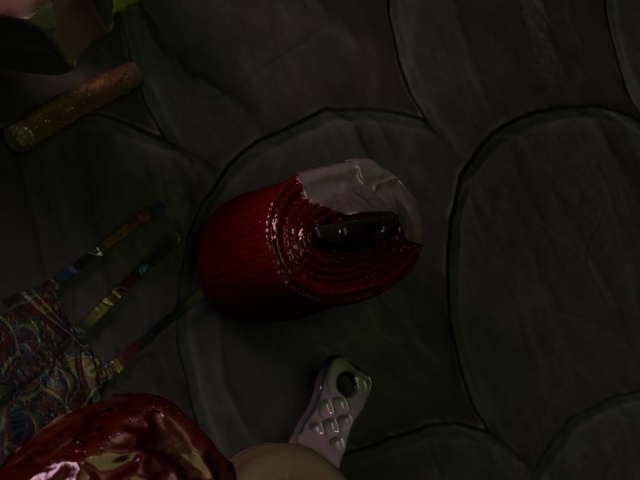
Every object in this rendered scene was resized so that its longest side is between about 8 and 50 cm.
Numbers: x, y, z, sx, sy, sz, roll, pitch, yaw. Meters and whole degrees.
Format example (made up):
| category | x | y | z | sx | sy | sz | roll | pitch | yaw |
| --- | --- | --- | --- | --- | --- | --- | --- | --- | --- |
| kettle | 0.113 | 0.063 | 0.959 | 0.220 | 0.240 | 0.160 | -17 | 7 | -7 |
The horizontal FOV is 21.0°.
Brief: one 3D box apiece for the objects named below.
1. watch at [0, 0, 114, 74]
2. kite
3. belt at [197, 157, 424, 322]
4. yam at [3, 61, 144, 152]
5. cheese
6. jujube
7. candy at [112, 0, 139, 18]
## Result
| category | x | y | z | sx | sy | sz | roll | pitch | yaw |
| --- | --- | --- | --- | --- | --- | --- | --- | --- | --- |
| watch | -0.284 | -0.273 | 1.392 | 0.253 | 0.162 | 0.241 | 7 | 76 | 4 |
| kite | -0.202 | 0.076 | 1.465 | 0.285 | 0.015 | 0.152 | -40 | 104 | -33 |
| belt | 0.000 | 0.000 | 1.551 | 0.201 | 0.124 | 0.128 | -16 | 89 | -44 |
| yam | -0.213 | -0.118 | 1.502 | 0.145 | 0.032 | 0.032 | -34 | 97 | -38 |
| cheese | -0.020 | 0.225 | 1.507 | 0.163 | 0.082 | 0.286 | 42 | 56 | -20 |
| jujube | -0.178 | 0.229 | 1.345 | 0.243 | 0.183 | 0.183 | -38 | 100 | -27 |
| candy | -0.233 | -0.301 | 1.486 | 0.149 | 0.069 | 0.246 | -26 | 101 | 7 |
